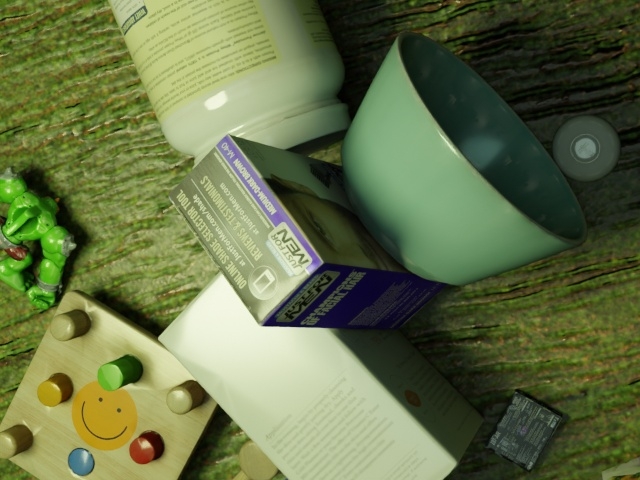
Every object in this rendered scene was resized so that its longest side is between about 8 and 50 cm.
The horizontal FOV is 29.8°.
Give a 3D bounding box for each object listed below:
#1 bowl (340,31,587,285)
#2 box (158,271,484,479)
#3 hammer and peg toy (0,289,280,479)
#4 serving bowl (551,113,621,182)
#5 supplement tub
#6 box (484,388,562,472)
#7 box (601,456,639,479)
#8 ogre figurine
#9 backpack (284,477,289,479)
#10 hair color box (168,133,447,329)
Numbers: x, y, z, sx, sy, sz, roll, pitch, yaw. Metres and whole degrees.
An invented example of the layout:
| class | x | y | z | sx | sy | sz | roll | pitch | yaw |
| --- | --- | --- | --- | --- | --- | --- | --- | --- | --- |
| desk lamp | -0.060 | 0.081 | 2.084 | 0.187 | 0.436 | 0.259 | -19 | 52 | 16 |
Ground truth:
| class | x | y | z | sx | sy | sz | roll | pitch | yaw |
| --- | --- | --- | --- | --- | --- | --- | --- | --- | --- |
| bowl | 0.141 | -0.071 | 1.373 | 0.163 | 0.311 | 0.311 | -41 | 84 | 23 |
| box | 0.008 | 0.170 | 1.461 | 0.345 | 0.215 | 0.168 | 46 | 105 | 7 |
| hammer and peg toy | -0.239 | 0.264 | 1.578 | 0.361 | 0.127 | 0.266 | 31 | 101 | 10 |
| serving bowl | 0.322 | -0.111 | 1.456 | 0.083 | 0.027 | 0.083 | 1 | 95 | 14 |
| supplement tub | -0.112 | -0.245 | 1.450 | 0.235 | 0.235 | 0.325 | -23 | 89 | 15 |
| box | 0.254 | 0.239 | 1.506 | 0.067 | 0.018 | 0.083 | 28 | 101 | 11 |
| box | 0.357 | 0.314 | 1.329 | 0.063 | 0.324 | 0.067 | -25 | 90 | 12 |
| ogre figurine | -0.405 | -0.010 | 1.617 | 0.118 | 0.097 | 0.197 | -39 | 73 | 25 |
| backpack | 0.000 | 0.349 | 1.540 | 0.120 | 0.098 | 0.101 | 38 | 99 | 9 |
| hair color box | 0.000 | 0.000 | 1.367 | 0.110 | 0.339 | 0.185 | -45 | 67 | 19 |
